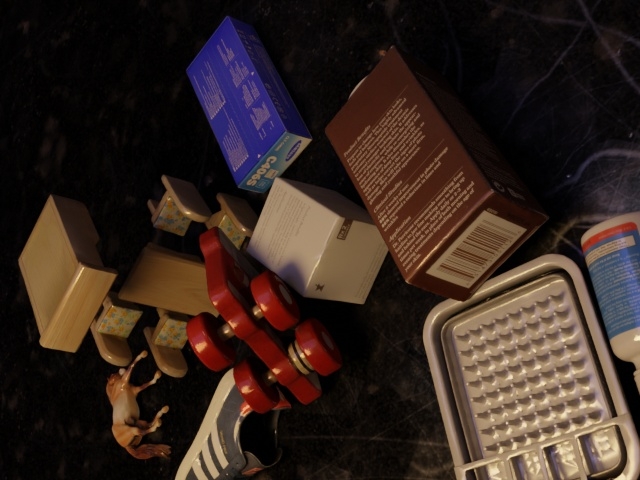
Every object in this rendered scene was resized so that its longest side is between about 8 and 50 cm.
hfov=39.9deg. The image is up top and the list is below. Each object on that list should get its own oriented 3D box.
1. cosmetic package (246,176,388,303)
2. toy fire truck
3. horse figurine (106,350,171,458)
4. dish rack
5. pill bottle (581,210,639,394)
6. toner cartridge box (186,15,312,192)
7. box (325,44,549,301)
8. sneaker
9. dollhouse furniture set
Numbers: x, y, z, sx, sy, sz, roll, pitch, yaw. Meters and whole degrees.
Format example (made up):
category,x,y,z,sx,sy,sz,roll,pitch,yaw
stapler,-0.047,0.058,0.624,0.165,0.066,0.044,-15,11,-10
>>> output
category,x,y,z,sx,sy,sz,roll,pitch,yaw
cosmetic package,0.000,0.000,1.531,0.184,0.152,0.151,36,108,43
toy fire truck,-0.100,0.135,1.534,0.169,0.302,0.253,-33,31,11
horse figurine,-0.405,0.369,1.919,0.174,0.066,0.263,-38,55,26
dish rack,0.300,0.212,1.251,0.286,0.072,0.332,-31,62,38
pill bottle,0.420,0.082,1.121,0.124,0.124,0.221,-27,63,38
toner cartridge box,-0.152,-0.279,1.791,0.165,0.075,0.347,-46,53,30
box,0.163,-0.108,1.360,0.191,0.143,0.381,-49,43,25
sneaker,-0.158,0.412,1.627,0.148,0.131,0.349,30,108,36
dollhouse furniture set,-0.328,0.087,1.658,0.362,0.394,0.256,-58,39,18
